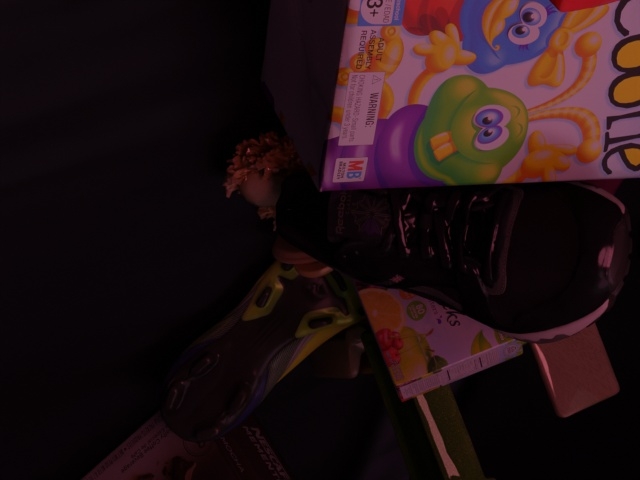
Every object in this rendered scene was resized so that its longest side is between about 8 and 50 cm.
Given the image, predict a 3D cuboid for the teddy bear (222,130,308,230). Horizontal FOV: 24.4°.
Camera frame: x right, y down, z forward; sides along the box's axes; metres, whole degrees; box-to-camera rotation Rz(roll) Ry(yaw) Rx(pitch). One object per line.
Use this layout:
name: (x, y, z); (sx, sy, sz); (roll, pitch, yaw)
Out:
teddy bear: (0.079, -0.108, 1.132); (0.338, 0.113, 0.245); (-37, 150, 24)

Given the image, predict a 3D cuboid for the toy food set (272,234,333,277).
toy food set: (0.000, 0.000, 1.243); (0.082, 0.083, 0.020); (-34, 119, -28)

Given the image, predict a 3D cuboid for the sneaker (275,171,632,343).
sneaker: (0.071, 0.002, 0.973); (0.124, 0.107, 0.283); (11, 176, -34)

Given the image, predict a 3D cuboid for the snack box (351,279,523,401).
snack box: (0.081, 0.039, 1.118); (0.100, 0.141, 0.037); (-21, 150, -1)

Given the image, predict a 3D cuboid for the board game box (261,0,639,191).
board game box: (0.118, -0.129, 0.927); (0.275, 0.144, 0.142); (-3, 124, -17)

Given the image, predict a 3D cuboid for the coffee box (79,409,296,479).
coffee box: (-0.168, 0.303, 1.470); (0.297, 0.168, 0.119); (-41, 155, 15)

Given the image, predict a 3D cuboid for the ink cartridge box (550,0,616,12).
ink cartridge box: (0.139, -0.222, 0.803); (0.078, 0.231, 0.134); (-18, 146, -32)

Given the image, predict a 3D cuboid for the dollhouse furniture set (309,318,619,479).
dollhouse furniture set: (0.128, 0.121, 1.375); (0.197, 0.151, 0.301); (-22, -178, -16)

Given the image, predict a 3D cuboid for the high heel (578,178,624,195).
high heel: (0.259, -0.136, 1.298); (0.181, 0.127, 0.377); (-30, 163, -43)

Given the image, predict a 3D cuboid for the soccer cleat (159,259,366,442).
soccer cleat: (-0.032, 0.068, 1.341); (0.289, 0.093, 0.121); (-42, -175, 6)
